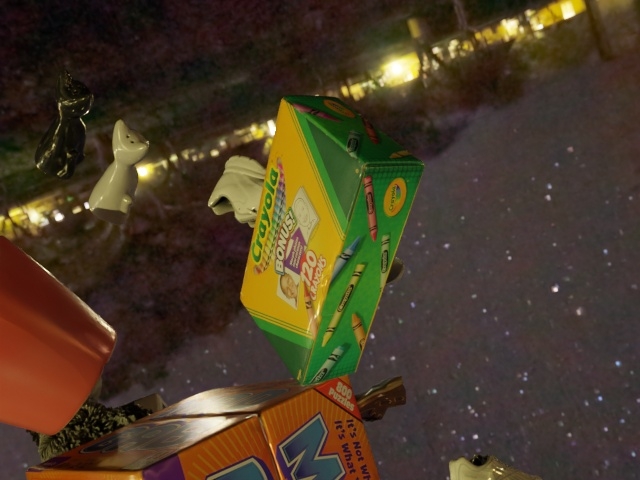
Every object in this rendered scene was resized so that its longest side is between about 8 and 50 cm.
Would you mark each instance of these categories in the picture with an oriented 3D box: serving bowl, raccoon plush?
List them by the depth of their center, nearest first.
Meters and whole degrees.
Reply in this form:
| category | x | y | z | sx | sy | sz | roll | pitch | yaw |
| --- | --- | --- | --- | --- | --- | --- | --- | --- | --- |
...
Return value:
| category | x | y | z | sx | sy | sz | roll | pitch | yaw |
| --- | --- | --- | --- | --- | --- | --- | --- | --- | --- |
| raccoon plush | -0.493 | 0.412 | 1.190 | 0.298 | 0.216 | 0.446 | 16 | -149 | 6 |
| serving bowl | 0.177 | 0.083 | 1.657 | 0.083 | 0.027 | 0.083 | -28 | -145 | 22 |

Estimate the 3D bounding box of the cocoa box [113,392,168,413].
| category | x | y | z | sx | sy | sz | roll | pitch | yaw |
| --- | --- | --- | --- | --- | --- | --- | --- | --- | --- |
| cocoa box | -0.403 | 0.562 | 1.520 | 0.227 | 0.347 | 0.232 | -19 | -136 | 0 |

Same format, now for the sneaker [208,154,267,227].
| category | x | y | z | sx | sy | sz | roll | pitch | yaw |
| --- | --- | --- | --- | --- | --- | --- | --- | --- | --- |
| sneaker | -0.091 | -0.076 | 1.281 | 0.297 | 0.111 | 0.129 | 11 | -121 | 38 |

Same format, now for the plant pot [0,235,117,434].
| category | x | y | z | sx | sy | sz | roll | pitch | yaw |
| --- | --- | --- | --- | --- | --- | --- | --- | --- | --- |
| plant pot | -0.483 | 0.169 | 1.059 | 0.275 | 0.243 | 0.275 | -44 | -157 | 23 |

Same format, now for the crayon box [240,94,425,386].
| category | x | y | z | sx | sy | sz | roll | pitch | yaw |
| --- | --- | --- | --- | --- | --- | --- | --- | --- | --- |
| crayon box | 0.000 | 0.000 | 0.741 | 0.081 | 0.279 | 0.165 | -6 | -144 | -32 |

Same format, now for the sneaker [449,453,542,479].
| category | x | y | z | sx | sy | sz | roll | pitch | yaw |
| --- | --- | --- | --- | --- | --- | --- | --- | --- | --- |
| sneaker | 0.410 | 0.549 | 1.527 | 0.292 | 0.118 | 0.110 | 12 | 141 | -36 |

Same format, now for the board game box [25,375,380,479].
| category | x | y | z | sx | sy | sz | roll | pitch | yaw |
| --- | --- | --- | --- | --- | --- | --- | --- | --- | --- |
| board game box | -0.145 | 0.429 | 0.962 | 0.356 | 0.357 | 0.356 | -15 | 177 | -45 |

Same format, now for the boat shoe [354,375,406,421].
| category | x | y | z | sx | sy | sz | roll | pitch | yaw |
| --- | --- | --- | --- | --- | --- | --- | --- | --- | --- |
| boat shoe | 0.099 | 0.309 | 1.244 | 0.177 | 0.060 | 0.064 | -15 | 170 | -40 |

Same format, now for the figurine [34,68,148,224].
| category | x | y | z | sx | sy | sz | roll | pitch | yaw |
| --- | --- | --- | --- | --- | --- | --- | --- | --- | --- |
| figurine | -0.393 | -0.162 | 1.164 | 0.092 | 0.214 | 0.209 | -46 | 173 | -44 |
